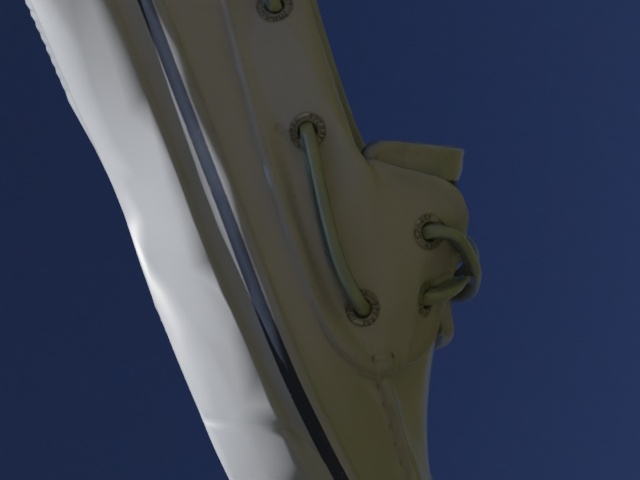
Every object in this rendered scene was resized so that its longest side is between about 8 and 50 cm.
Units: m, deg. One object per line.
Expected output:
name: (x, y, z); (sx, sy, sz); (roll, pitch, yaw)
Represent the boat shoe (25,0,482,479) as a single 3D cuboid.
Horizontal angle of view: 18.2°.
boat shoe: (0.000, 0.000, 0.444); (0.083, 0.076, 0.226); (-108, -7, -85)
